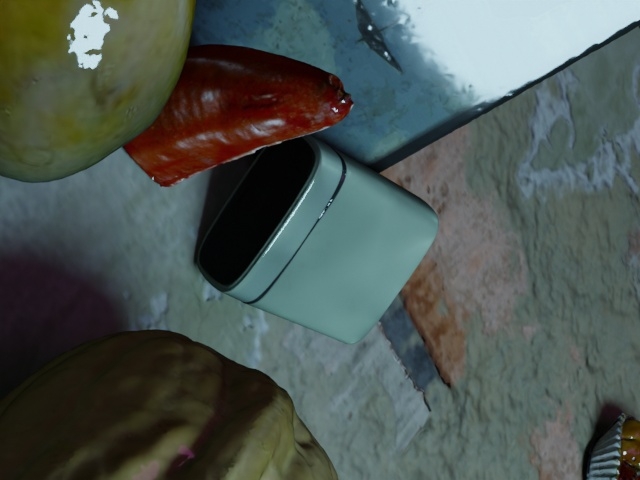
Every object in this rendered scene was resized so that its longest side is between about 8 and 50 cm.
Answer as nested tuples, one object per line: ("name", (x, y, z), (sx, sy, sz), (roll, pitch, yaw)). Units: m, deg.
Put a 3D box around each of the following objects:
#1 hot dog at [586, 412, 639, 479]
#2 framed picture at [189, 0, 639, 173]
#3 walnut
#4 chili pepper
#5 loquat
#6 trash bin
("hot dog", (0.290, 0.227, 1.500), (0.191, 0.059, 0.108), (40, 54, -36))
("framed picture", (0.067, -0.193, 1.131), (0.265, 0.347, 0.016), (58, 9, -29))
("walnut", (-0.101, 0.170, 0.958), (0.261, 0.225, 0.225), (-52, 123, -37))
("chili pepper", (-0.047, -0.080, 1.067), (0.065, 0.169, 0.088), (-42, 118, -42))
("loquat", (-0.151, -0.145, 0.956), (0.179, 0.179, 0.227), (-13, 104, -48))
("trash bin", (0.000, 0.000, 1.166), (0.130, 0.059, 0.116), (26, 103, -45))
